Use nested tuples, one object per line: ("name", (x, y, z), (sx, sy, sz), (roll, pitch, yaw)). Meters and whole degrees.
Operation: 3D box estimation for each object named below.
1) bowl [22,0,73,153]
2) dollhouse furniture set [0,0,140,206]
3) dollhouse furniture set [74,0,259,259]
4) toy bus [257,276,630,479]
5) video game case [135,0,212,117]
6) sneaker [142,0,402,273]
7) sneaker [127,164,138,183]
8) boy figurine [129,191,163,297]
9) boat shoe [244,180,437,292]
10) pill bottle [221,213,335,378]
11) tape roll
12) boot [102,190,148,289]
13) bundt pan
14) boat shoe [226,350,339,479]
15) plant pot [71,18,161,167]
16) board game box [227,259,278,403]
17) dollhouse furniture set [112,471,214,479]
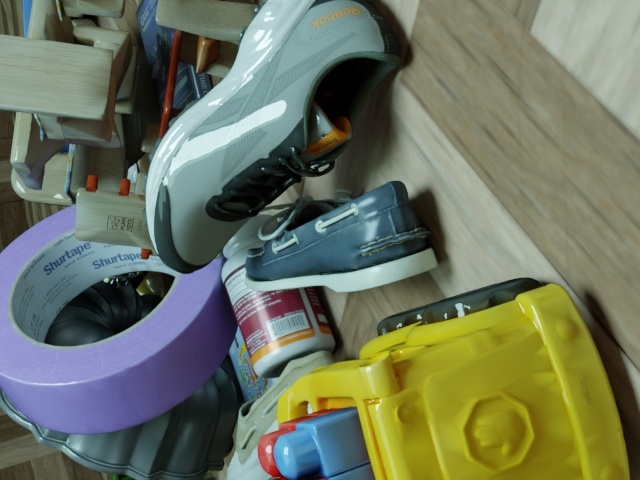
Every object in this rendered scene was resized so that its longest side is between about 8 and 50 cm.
("bowl", (-0.495, -0.349, 1.616), (0.391, 0.077, 0.391), (176, 90, -76))
("dollhouse furniture set", (-0.334, -0.263, 0.965), (0.362, 0.256, 0.394), (131, 144, -76))
("dollhouse furniture set", (-0.149, -0.116, 0.847), (0.262, 0.135, 0.259), (113, 161, -51))
("toy bus", (0.043, 0.125, 0.547), (0.220, 0.211, 0.149), (-28, 78, 68))
("video game case", (-0.181, -0.197, 1.127), (0.196, 0.026, 0.274), (165, 93, -67))
("sneaker", (-0.043, -0.074, 0.668), (0.271, 0.100, 0.108), (-53, 58, 21))
("sneaker", (-0.370, -0.143, 1.552), (0.152, 0.061, 0.054), (-133, 35, -52))
("boy figurine", (-0.295, 0.059, 1.449), (0.177, 0.092, 0.285), (144, 112, -66))
("boat shoe", (0.000, 0.000, 0.724), (0.254, 0.095, 0.079), (-8, 97, 66))
("pill bottle", (-0.049, 0.055, 0.879), (0.086, 0.086, 0.152), (120, 133, -59))
("tape roll", (-0.230, 0.070, 0.948), (0.275, 0.275, 0.090), (52, 163, 45))
("boot", (-0.258, 0.022, 1.242), (0.178, 0.085, 0.236), (-61, 23, 1))
("bundt pan", (-0.239, 0.156, 1.109), (0.331, 0.331, 0.124), (43, 111, 53))
("boat shoe", (-0.031, 0.205, 0.905), (0.302, 0.113, 0.103), (-47, 57, 51))
("plant pot", (-0.295, -0.207, 1.277), (0.237, 0.109, 0.237), (42, 139, 52))
("board game box", (-0.082, 0.094, 1.040), (0.211, 0.039, 0.160), (69, 156, 16))
("dollhouse furniture set", (-0.242, 0.511, 1.493), (0.197, 0.151, 0.301), (-9, 95, 67))
